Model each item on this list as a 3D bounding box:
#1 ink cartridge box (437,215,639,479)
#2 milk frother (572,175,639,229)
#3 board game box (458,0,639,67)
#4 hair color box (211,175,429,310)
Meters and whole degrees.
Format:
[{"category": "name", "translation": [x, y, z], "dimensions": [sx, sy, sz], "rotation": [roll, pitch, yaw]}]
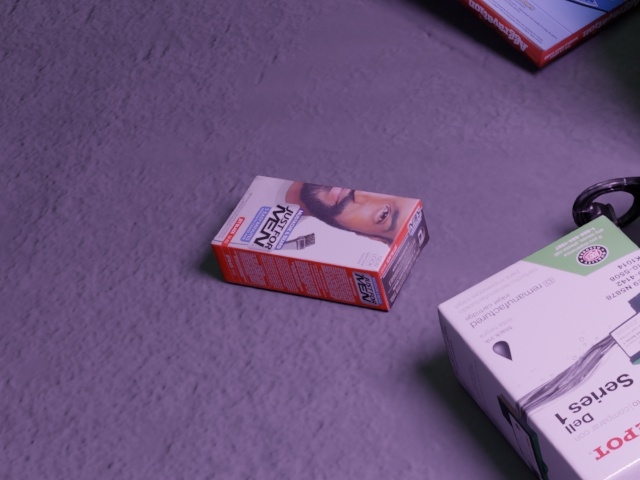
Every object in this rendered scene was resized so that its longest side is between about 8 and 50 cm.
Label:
[{"category": "ink cartridge box", "translation": [0.212, 0.103, 1.137], "dimensions": [0.160, 0.093, 0.219], "rotation": [-29, 42, -10]}, {"category": "milk frother", "translation": [0.279, 0.001, 1.234], "dimensions": [0.143, 0.129, 0.135], "rotation": [-45, 23, 40]}, {"category": "board game box", "translation": [0.174, -0.293, 1.547], "dimensions": [0.145, 0.027, 0.281], "rotation": [-33, 61, -23]}, {"category": "hair color box", "translation": [0.000, 0.000, 1.354], "dimensions": [0.167, 0.053, 0.093], "rotation": [10, 48, 27]}]
